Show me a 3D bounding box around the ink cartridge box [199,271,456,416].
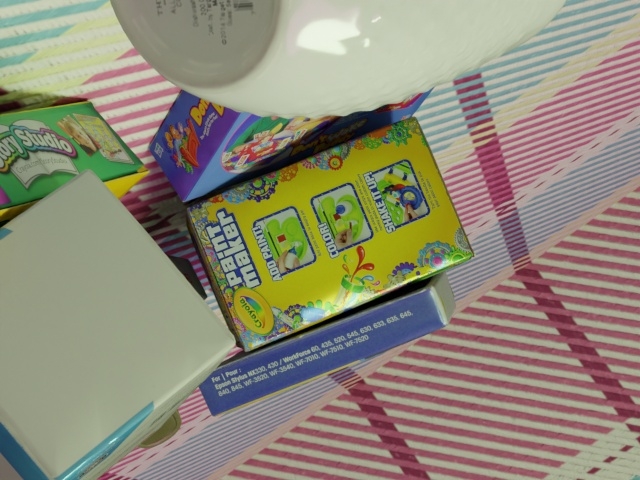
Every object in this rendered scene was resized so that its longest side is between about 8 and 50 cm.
[{"bbox_3d":[0.010,0.125,1.867,0.303,0.072,0.307,-21,-179,9],"label":"ink cartridge box"}]

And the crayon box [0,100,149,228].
[{"bbox_3d":[-0.359,0.020,1.402,0.313,0.106,0.363,-40,176,20],"label":"crayon box"}]

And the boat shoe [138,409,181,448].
[{"bbox_3d":[-0.277,0.167,2.108,0.113,0.103,0.302,-26,142,-10],"label":"boat shoe"}]

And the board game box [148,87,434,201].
[{"bbox_3d":[0.005,-0.181,1.716,0.347,0.078,0.233,-21,159,-39],"label":"board game box"}]

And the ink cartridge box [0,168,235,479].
[{"bbox_3d":[-0.238,0.111,1.352,0.198,0.197,0.270,-38,175,-29],"label":"ink cartridge box"}]

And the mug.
[{"bbox_3d":[0.009,-0.274,1.139,0.328,0.276,0.374,-29,128,-48],"label":"mug"}]

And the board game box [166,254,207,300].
[{"bbox_3d":[-0.343,0.119,1.826,0.318,0.066,0.318,-41,154,20],"label":"board game box"}]

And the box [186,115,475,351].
[{"bbox_3d":[0.000,0.000,1.840,0.279,0.177,0.290,-23,179,-6],"label":"box"}]
